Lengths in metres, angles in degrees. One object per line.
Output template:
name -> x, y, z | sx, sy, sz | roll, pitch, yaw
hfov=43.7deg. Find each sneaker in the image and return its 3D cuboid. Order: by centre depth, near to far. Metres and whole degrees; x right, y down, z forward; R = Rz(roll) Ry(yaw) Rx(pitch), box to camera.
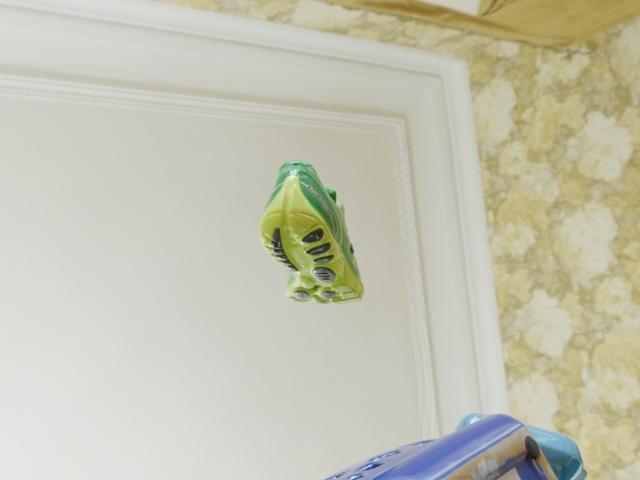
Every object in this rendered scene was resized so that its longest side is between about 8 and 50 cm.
sneaker -> 0.000, 0.000, 0.989 | 0.110, 0.295, 0.123 | 3, -114, 9

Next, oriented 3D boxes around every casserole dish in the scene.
casserole dish -> 0.253, 0.272, 1.045 | 0.188, 0.114, 0.037 | 13, -128, 6

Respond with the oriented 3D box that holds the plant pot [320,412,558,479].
plant pot -> 0.091, 0.277, 0.633 | 0.236, 0.212, 0.236 | -7, -116, -50
